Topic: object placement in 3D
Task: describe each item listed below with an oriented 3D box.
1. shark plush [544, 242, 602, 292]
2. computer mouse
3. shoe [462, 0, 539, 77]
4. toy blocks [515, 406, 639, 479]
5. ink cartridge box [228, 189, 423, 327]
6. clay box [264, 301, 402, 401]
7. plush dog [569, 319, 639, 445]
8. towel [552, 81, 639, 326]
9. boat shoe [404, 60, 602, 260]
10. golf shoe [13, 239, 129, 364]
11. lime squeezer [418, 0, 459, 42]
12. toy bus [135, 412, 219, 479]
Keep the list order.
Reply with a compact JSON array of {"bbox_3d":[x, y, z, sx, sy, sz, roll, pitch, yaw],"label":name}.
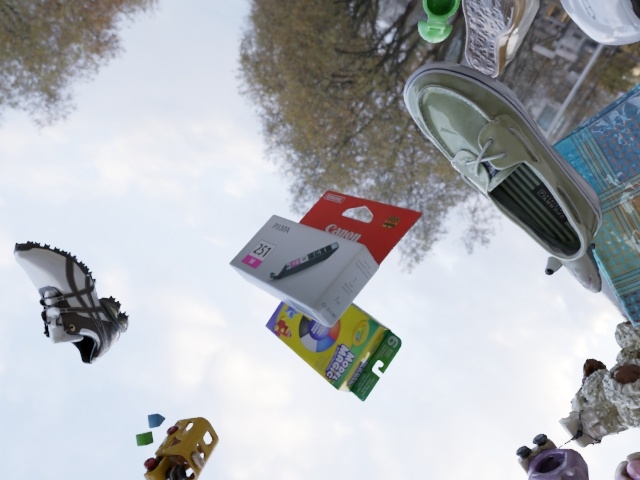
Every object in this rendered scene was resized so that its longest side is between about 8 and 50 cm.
[{"bbox_3d":[0.369,0.006,0.848,0.067,0.073,0.161,24,-144,-7],"label":"shark plush"},{"bbox_3d":[0.282,-0.266,0.611,0.193,0.042,0.106,36,161,-21],"label":"computer mouse"},{"bbox_3d":[0.210,-0.269,0.679,0.076,0.058,0.219,43,178,14],"label":"shoe"},{"bbox_3d":[0.476,0.352,0.719,0.308,0.289,0.260,54,178,1],"label":"toy blocks"},{"bbox_3d":[0.000,0.000,0.975,0.275,0.239,0.060,20,155,53],"label":"ink cartridge box"},{"bbox_3d":[0.019,0.157,0.988,0.222,0.127,0.053,34,-178,37],"label":"clay box"},{"bbox_3d":[0.618,0.315,1.181,0.210,0.225,0.262,50,-139,0],"label":"plush dog"},{"bbox_3d":[0.560,-0.067,0.993,0.040,0.271,0.370,-7,-113,-39],"label":"towel"},{"bbox_3d":[0.222,-0.100,0.702,0.302,0.109,0.094,40,-143,0],"label":"boat shoe"},{"bbox_3d":[-0.340,0.086,0.777,0.198,0.077,0.093,56,-143,-33],"label":"golf shoe"},{"bbox_3d":[0.200,-0.390,0.939,0.059,0.109,0.310,26,173,8],"label":"lime squeezer"},{"bbox_3d":[-0.305,0.486,1.290,0.191,0.105,0.202,33,-134,-57],"label":"toy bus"}]
